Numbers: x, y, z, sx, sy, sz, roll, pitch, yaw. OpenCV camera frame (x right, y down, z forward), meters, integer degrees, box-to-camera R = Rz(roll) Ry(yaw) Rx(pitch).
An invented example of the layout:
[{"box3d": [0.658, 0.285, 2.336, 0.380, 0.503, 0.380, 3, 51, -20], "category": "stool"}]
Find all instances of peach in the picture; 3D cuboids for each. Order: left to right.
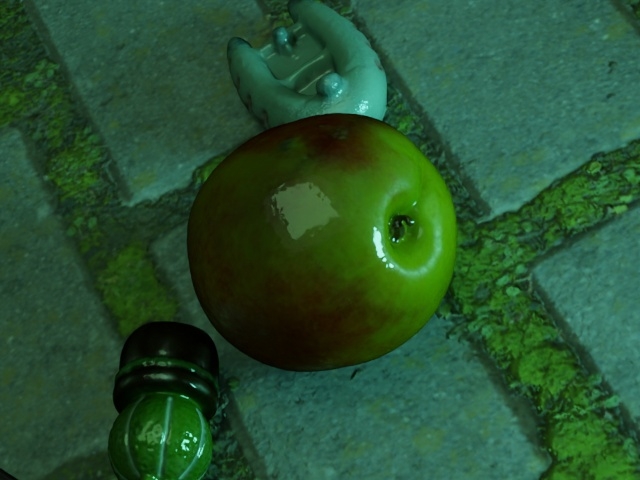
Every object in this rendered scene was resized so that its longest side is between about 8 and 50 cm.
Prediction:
[{"box3d": [0.000, 0.000, 1.632, 0.231, 0.231, 0.231, -12, 51, 15], "category": "peach"}]

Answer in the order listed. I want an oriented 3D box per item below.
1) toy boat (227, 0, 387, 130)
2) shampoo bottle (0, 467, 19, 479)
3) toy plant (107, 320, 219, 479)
[{"box3d": [-0.014, -0.165, 1.858, 0.134, 0.079, 0.208, -31, 47, -5], "category": "toy boat"}, {"box3d": [-0.230, 0.259, 1.632, 0.236, 0.068, 0.067, 25, 67, 38], "category": "shampoo bottle"}, {"box3d": [-0.135, 0.154, 1.654, 0.092, 0.093, 0.162, -10, 54, 16], "category": "toy plant"}]
